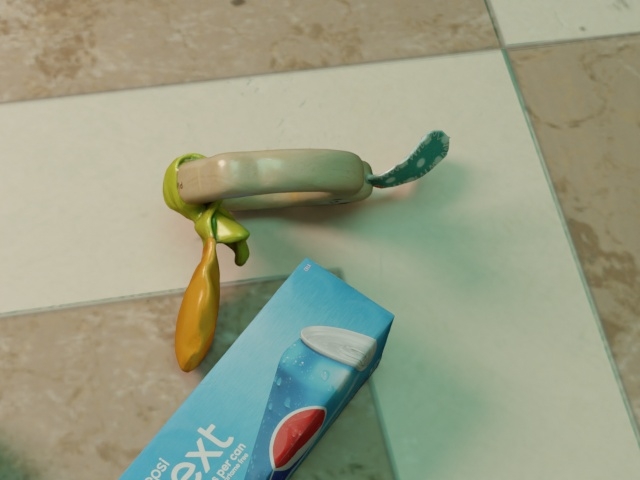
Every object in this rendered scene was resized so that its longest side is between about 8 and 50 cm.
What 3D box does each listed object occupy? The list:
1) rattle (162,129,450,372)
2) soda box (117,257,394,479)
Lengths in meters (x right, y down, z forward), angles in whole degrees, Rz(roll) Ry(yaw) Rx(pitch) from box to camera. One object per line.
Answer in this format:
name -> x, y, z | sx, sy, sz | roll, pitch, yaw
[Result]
rattle -> 0.000, 0.000, 1.156 | 0.199, 0.130, 0.143 | 1, 66, -39
soda box -> -0.043, 0.113, 1.079 | 0.071, 0.067, 0.210 | 33, 60, 12
